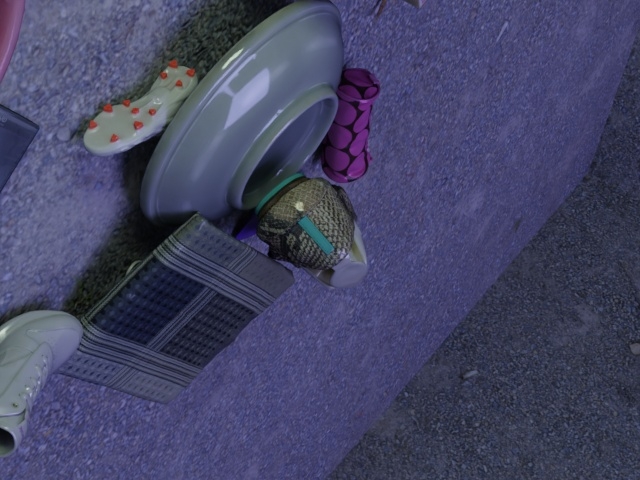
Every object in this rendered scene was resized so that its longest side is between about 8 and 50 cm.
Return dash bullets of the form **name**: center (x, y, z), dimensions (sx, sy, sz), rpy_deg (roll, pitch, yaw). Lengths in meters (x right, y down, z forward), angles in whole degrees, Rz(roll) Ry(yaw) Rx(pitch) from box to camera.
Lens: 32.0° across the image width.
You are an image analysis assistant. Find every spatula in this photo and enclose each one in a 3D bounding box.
- **spatula**: center (-0.144, 0.051, 1.909), dimensions (0.084, 0.030, 0.296), rpy_deg (-21, 139, -63)

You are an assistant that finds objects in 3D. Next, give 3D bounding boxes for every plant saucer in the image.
- **plant saucer**: center (-0.080, -0.151, 1.563), dimensions (0.400, 0.100, 0.400), rpy_deg (-46, 169, -12)

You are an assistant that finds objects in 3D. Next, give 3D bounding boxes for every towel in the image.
- **towel**: center (-0.215, 0.108, 1.652), dimensions (0.312, 0.056, 0.324), rpy_deg (-44, 152, 4)

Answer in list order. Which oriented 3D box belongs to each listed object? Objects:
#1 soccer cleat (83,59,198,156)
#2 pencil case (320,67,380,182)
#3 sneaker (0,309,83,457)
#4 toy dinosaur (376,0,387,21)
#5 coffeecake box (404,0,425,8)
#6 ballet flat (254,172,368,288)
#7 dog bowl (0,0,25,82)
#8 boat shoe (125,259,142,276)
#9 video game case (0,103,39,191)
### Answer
- **soccer cleat**: center (-0.221, -0.152, 1.407), dimensions (0.196, 0.068, 0.076), rpy_deg (-46, 159, -37)
- **pencil case**: center (0.054, -0.200, 1.922), dimensions (0.098, 0.095, 0.209), rpy_deg (-11, 143, -15)
- **sneaker**: center (-0.392, 0.197, 1.386), dimensions (0.305, 0.152, 0.114), rpy_deg (-37, 149, -46)
- **toy dinosaur**: center (0.152, -0.470, 1.836), dimensions (0.112, 0.064, 0.211), rpy_deg (-21, 149, -41)
- **coffeecake box**: center (0.142, -0.460, 1.680), dimensions (0.185, 0.142, 0.068), rpy_deg (-52, 158, -17)
- **ballet flat**: center (0.000, 0.000, 1.741), dimensions (0.164, 0.182, 0.483), rpy_deg (-41, 179, 2)
- **dog bowl**: center (-0.398, -0.182, 0.848), dimensions (0.408, 0.150, 0.408), rpy_deg (-47, 157, -27)
- **boat shoe**: center (-0.257, 0.069, 1.669), dimensions (0.046, 0.038, 0.125), rpy_deg (-52, 158, -17)
- **video game case**: center (-0.424, -0.035, 1.170), dimensions (0.274, 0.026, 0.196), rpy_deg (-57, 159, 0)
